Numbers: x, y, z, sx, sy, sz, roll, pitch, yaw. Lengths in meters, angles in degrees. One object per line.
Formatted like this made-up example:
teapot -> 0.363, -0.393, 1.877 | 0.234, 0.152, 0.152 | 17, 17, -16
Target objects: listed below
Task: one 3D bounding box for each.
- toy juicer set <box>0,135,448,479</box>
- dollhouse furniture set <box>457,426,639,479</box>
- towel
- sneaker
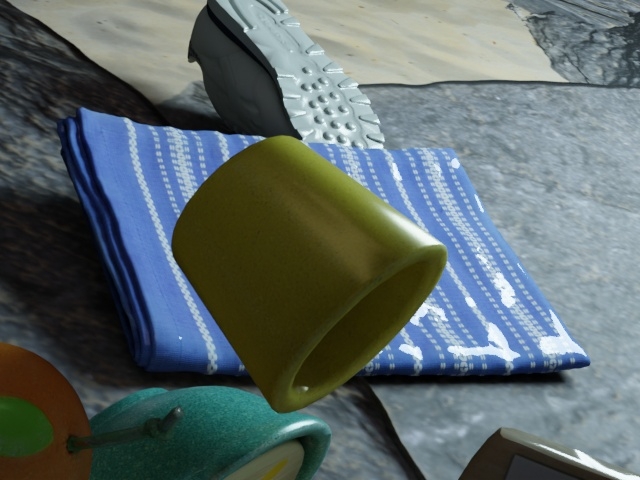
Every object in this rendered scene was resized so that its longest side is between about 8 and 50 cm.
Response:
toy juicer set -> -0.079, 0.122, 0.456 | 0.209, 0.329, 0.089 | -32, 69, -34
dollhouse furniture set -> 0.003, 0.206, 0.260 | 0.198, 0.286, 0.303 | 20, 14, 6
towel -> 0.000, 0.000, 0.923 | 0.336, 0.040, 0.243 | 3, 39, -28
sneaker -> -0.032, -0.111, 1.120 | 0.090, 0.095, 0.235 | -8, 55, -42
